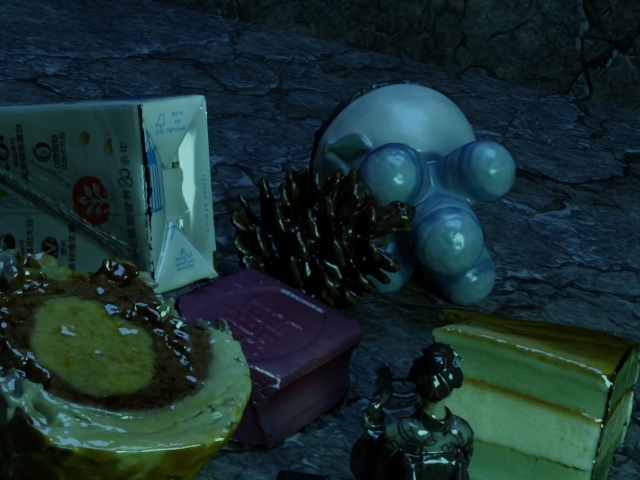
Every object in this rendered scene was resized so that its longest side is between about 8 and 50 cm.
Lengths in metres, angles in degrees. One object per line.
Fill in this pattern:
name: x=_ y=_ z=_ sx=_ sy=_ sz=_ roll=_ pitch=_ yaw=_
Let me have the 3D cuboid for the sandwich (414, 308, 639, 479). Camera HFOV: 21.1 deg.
sandwich: x=0.195 y=0.154 z=1.683 sx=0.198 sy=0.155 sz=0.227 roll=14 pitch=7 yaw=16

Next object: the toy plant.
toy plant: x=0.129 y=-0.044 z=2.150 sx=0.247 sy=0.247 sz=0.332 roll=8 pitch=23 yaw=-17

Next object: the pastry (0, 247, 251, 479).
pastry: x=-0.195 y=0.138 z=1.466 sx=0.256 sy=0.170 sz=0.237 roll=5 pitch=39 yaw=-39

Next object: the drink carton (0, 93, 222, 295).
drink carton: x=-0.267 y=-0.047 z=1.747 sx=0.325 sy=0.194 sz=0.132 roll=1 pitch=7 yaw=30

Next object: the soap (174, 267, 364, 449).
soap: x=-0.073 y=0.122 z=1.701 sx=0.162 sy=0.099 sz=0.250 roll=27 pitch=21 yaw=17

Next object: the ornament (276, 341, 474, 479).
ornament: x=0.076 y=0.169 z=1.502 sx=0.166 sy=0.196 sz=0.153 roll=10 pitch=19 yaw=-16

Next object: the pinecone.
pinecone: x=0.001 y=0.001 z=1.983 sx=0.212 sy=0.168 sz=0.185 roll=-10 pitch=46 yaw=-9
